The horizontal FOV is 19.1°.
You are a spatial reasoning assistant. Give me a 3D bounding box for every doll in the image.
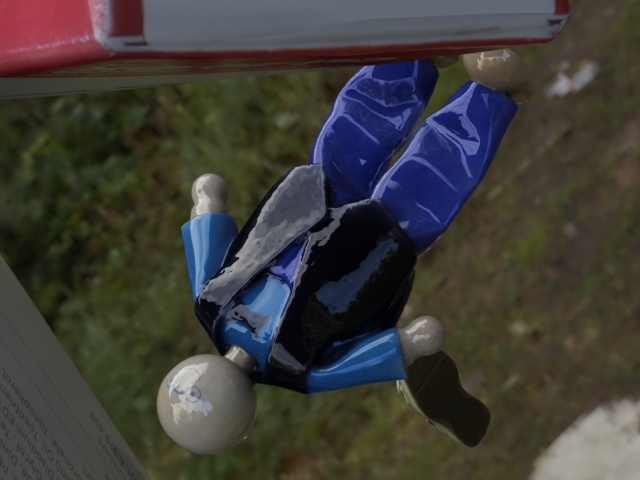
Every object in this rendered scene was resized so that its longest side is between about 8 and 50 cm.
[{"bbox_3d":[0.000,0.000,0.724,0.129,0.046,0.189,28,77,29],"label":"doll"}]

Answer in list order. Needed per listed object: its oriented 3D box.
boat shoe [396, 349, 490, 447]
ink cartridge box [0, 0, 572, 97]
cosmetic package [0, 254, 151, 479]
[{"bbox_3d":[0.098,0.133,1.688,0.048,0.153,0.056,18,73,41],"label":"boat shoe"},{"bbox_3d":[-0.074,-0.134,0.464,0.273,0.114,0.197,1,96,57],"label":"ink cartridge box"},{"bbox_3d":[-0.324,0.232,1.176,0.329,0.327,0.394,-19,32,15],"label":"cosmetic package"}]
